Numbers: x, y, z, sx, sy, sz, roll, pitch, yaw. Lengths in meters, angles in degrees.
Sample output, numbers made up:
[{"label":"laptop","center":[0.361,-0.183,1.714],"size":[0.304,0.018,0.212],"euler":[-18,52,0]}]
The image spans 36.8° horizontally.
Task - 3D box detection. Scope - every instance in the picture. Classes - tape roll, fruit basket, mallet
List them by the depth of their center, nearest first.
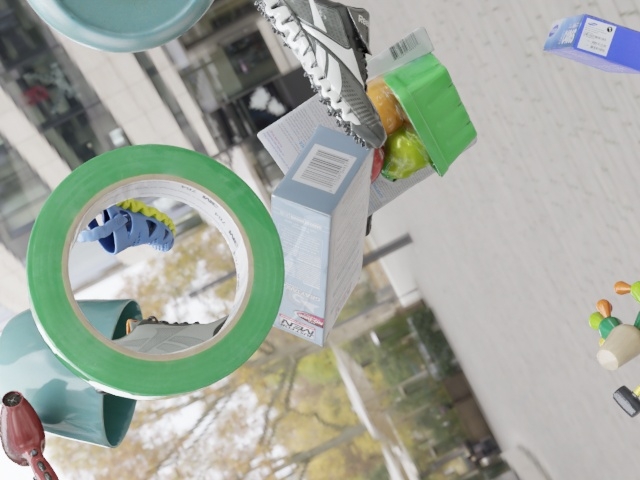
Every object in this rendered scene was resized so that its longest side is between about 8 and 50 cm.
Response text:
[{"label":"tape roll","center":[-0.209,0.040,1.226],"size":[0.321,0.321,0.077],"euler":[63,159,5]},{"label":"fruit basket","center":[0.097,-0.198,1.807],"size":[0.327,0.353,0.165],"euler":[52,-169,-44]},{"label":"mallet","center":[0.647,0.263,1.899],"size":[0.039,0.190,0.062],"euler":[-5,-142,-47]}]

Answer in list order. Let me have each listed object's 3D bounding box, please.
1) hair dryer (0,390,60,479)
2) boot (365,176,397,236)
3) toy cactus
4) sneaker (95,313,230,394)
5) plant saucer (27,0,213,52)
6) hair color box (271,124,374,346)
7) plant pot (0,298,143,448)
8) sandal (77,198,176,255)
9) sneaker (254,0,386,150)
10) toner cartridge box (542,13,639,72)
[{"label":"hair dryer","center":[-0.496,0.394,1.724],"size":[0.223,0.080,0.293],"euler":[-4,114,52]},{"label":"boot","center":[0.111,-0.123,2.246],"size":[0.131,0.260,0.348],"euler":[23,-166,-10]},{"label":"toy cactus","center":[0.457,0.132,1.374],"size":[0.219,0.180,0.112],"euler":[5,121,50]},{"label":"sneaker","center":[-0.259,0.168,1.618],"size":[0.100,0.271,0.108],"euler":[-34,75,63]},{"label":"plant saucer","center":[-0.282,-0.420,1.384],"size":[0.318,0.317,0.044],"euler":[62,176,-33]},{"label":"hair color box","center":[0.000,0.000,1.707],"size":[0.113,0.185,0.374],"euler":[21,143,14]},{"label":"plant pot","center":[-0.498,0.250,1.892],"size":[0.293,0.235,0.293],"euler":[5,-90,-86]},{"label":"sandal","center":[-0.434,-0.030,2.066],"size":[0.317,0.126,0.138],"euler":[33,-115,-53]},{"label":"sneaker","center":[0.025,-0.218,1.119],"size":[0.234,0.106,0.078],"euler":[57,-176,12]},{"label":"toner cartridge box","center":[0.585,-0.412,2.030],"size":[0.165,0.075,0.348],"euler":[20,-169,-1]}]
